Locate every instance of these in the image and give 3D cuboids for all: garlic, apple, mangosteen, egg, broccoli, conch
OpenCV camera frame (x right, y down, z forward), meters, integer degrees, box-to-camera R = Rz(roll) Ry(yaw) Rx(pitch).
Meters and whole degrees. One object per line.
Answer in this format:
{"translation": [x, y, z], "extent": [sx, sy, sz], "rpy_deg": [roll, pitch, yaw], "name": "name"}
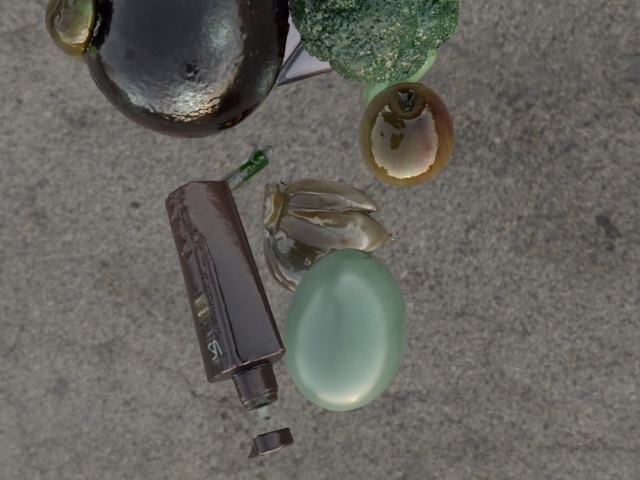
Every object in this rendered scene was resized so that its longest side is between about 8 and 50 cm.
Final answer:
{"translation": [0.000, 0.000, 1.302], "extent": [0.292, 0.210, 0.237], "rpy_deg": [26, 87, -7], "name": "garlic"}
{"translation": [0.224, -0.278, 1.724], "extent": [0.257, 0.257, 0.234], "rpy_deg": [8, 152, 8], "name": "apple"}
{"translation": [-0.176, -0.262, 0.782], "extent": [0.288, 0.288, 0.288], "rpy_deg": [5, 118, 9], "name": "mangosteen"}
{"translation": [0.033, 0.122, 0.902], "extent": [0.168, 0.168, 0.231], "rpy_deg": [10, 107, 7], "name": "egg"}
{"translation": [0.083, -0.351, 0.905], "extent": [0.270, 0.270, 0.270], "rpy_deg": [8, 82, 7], "name": "broccoli"}
{"translation": [0.211, -0.485, 1.853], "extent": [0.143, 0.137, 0.250], "rpy_deg": [54, 130, 6], "name": "conch"}

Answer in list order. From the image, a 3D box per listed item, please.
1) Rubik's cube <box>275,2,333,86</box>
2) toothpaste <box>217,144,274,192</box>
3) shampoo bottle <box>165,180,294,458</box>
{"translation": [-0.026, -0.523, 1.253], "extent": [0.307, 0.305, 0.310], "rpy_deg": [-16, 137, -9], "name": "Rubik's cube"}
{"translation": [-0.194, -0.135, 1.457], "extent": [0.078, 0.248, 0.047], "rpy_deg": [11, 137, 48], "name": "toothpaste"}
{"translation": [-0.076, 0.065, 0.567], "extent": [0.067, 0.236, 0.068], "rpy_deg": [-14, 162, -19], "name": "shampoo bottle"}
